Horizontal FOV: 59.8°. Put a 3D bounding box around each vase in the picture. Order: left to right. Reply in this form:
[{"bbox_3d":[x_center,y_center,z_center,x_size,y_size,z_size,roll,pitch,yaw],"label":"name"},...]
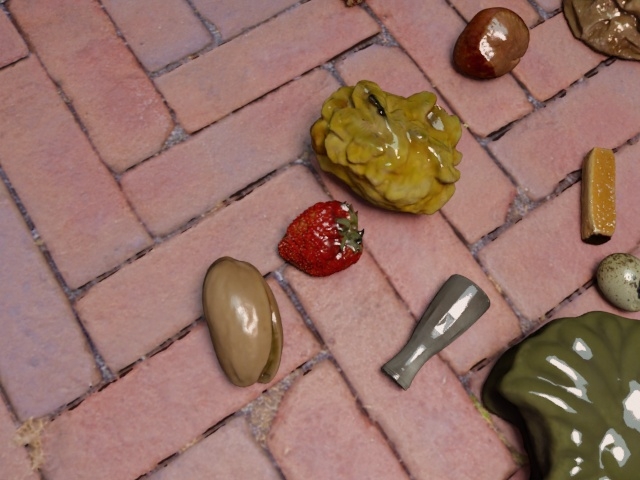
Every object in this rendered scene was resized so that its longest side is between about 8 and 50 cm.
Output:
[{"bbox_3d":[0.195,0.161,0.960,0.086,0.086,0.214,42,78,12],"label":"vase"}]

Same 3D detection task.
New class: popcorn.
[{"bbox_3d":[0.124,-0.167,1.006,0.286,0.215,0.252,41,42,10],"label":"popcorn"}]

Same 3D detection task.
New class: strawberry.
[{"bbox_3d":[0.005,0.000,0.997,0.131,0.148,0.131,25,52,-37],"label":"strawberry"}]

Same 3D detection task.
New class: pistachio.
[{"bbox_3d":[-0.133,0.133,0.935,0.135,0.136,0.226,-15,79,-8],"label":"pistachio"}]

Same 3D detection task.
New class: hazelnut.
[{"bbox_3d":[0.345,-0.407,1.144,0.154,0.143,0.143,-45,77,1],"label":"hazelnut"}]

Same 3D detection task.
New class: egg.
[{"bbox_3d":[0.548,0.075,1.000,0.085,0.085,0.110,-17,75,-9],"label":"egg"}]

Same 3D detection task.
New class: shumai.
[{"bbox_3d":[0.704,-0.539,1.138,0.313,0.262,0.267,5,71,-2],"label":"shumai"}]

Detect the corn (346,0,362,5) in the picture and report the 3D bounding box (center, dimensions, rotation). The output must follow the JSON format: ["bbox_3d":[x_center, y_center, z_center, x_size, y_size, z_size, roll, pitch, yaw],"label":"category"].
[{"bbox_3d":[0.144,-0.622,1.235,0.280,0.092,0.092,-43,78,-11],"label":"corn"}]

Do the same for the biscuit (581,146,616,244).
[{"bbox_3d":[0.533,-0.086,1.074,0.052,0.056,0.188,10,71,3],"label":"biscuit"}]

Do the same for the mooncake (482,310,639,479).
[{"bbox_3d":[0.443,0.289,0.869,0.350,0.187,0.352,1,68,-2],"label":"mooncake"}]
